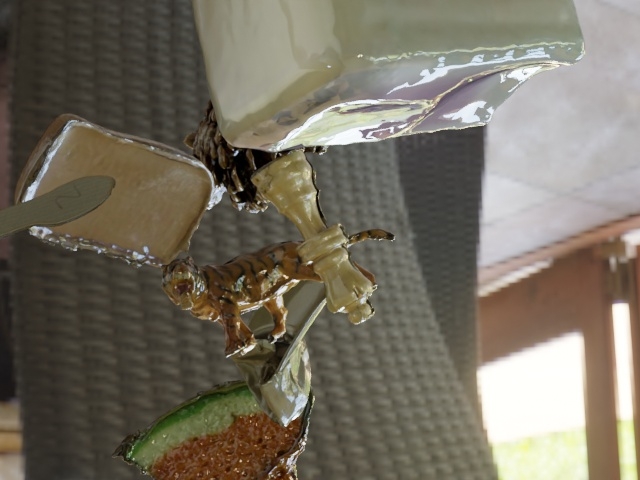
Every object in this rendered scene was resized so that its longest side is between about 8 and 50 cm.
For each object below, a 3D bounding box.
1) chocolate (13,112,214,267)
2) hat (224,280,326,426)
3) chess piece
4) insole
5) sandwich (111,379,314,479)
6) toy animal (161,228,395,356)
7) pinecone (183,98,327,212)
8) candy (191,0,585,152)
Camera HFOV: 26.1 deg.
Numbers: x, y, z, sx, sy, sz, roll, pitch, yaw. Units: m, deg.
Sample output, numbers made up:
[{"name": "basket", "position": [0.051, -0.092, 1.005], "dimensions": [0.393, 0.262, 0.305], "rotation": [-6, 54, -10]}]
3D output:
[{"name": "chocolate", "position": [-0.254, -0.065, 1.652], "dimensions": [0.261, 0.161, 0.083], "rotation": [21, -164, -46]}, {"name": "hat", "position": [-0.027, 0.140, 1.815], "dimensions": [0.173, 0.144, 0.166], "rotation": [-33, -154, -6]}, {"name": "chess piece", "position": [0.000, 0.000, 1.288], "dimensions": [0.060, 0.172, 0.060], "rotation": [-30, 175, -3]}, {"name": "insole", "position": [-0.272, -0.031, 1.363], "dimensions": [0.188, 0.064, 0.004], "rotation": [-15, 131, 33]}, {"name": "sandwich", "position": [-0.127, 0.306, 2.025], "dimensions": [0.292, 0.212, 0.109], "rotation": [-36, 173, -3]}, {"name": "toy animal", "position": [-0.041, 0.038, 1.463], "dimensions": [0.255, 0.116, 0.114], "rotation": [-23, 174, -22]}, {"name": "pinecone", "position": [-0.090, -0.130, 1.967], "dimensions": [0.169, 0.185, 0.212], "rotation": [-12, -166, -43]}, {"name": "candy", "position": [0.017, -0.242, 0.868], "dimensions": [0.208, 0.358, 0.145], "rotation": [-6, 167, -29]}]
